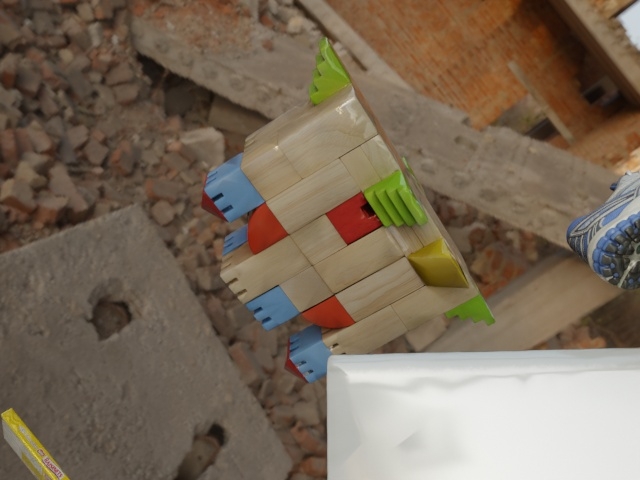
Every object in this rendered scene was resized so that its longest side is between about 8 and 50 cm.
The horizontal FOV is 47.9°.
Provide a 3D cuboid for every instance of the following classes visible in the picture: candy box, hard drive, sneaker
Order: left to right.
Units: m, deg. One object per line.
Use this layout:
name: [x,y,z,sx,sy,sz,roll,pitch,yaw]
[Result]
candy box: [-0.507,0.404,1.304,0.206,0.105,0.027,44,49,15]
hard drive: [0.157,0.164,0.407,0.040,0.307,0.203,53,35,-71]
sneaker: [0.202,-0.028,0.422,0.052,0.135,0.058,65,-10,-25]

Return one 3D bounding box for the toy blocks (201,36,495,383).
toy blocks: [0.000,0.000,0.858,0.381,0.260,0.191,55,14,-25]
